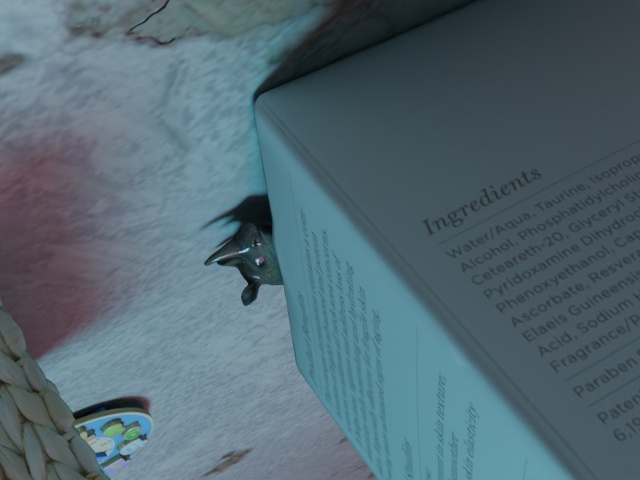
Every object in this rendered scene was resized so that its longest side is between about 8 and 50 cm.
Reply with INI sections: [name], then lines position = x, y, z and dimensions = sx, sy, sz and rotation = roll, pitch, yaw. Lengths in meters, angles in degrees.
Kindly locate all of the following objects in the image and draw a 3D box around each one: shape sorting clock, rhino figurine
[shape sorting clock]
position = -0.274, 0.244, 1.280
dimensions = 0.206, 0.040, 0.206
rotation = -28, 161, -10
[rhino figurine]
position = 0.000, 0.000, 1.039
dimensions = 0.243, 0.073, 0.106
rotation = -14, 152, -39

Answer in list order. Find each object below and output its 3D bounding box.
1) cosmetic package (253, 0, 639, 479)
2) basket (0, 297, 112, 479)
[cosmetic package]
position = 0.195, 0.057, 0.862
dimensions = 0.327, 0.393, 0.329
rotation = -26, 141, -16
[basket]
position = -0.269, 0.227, 0.812
dimensions = 0.266, 0.328, 0.331
rotation = -31, 161, -17
